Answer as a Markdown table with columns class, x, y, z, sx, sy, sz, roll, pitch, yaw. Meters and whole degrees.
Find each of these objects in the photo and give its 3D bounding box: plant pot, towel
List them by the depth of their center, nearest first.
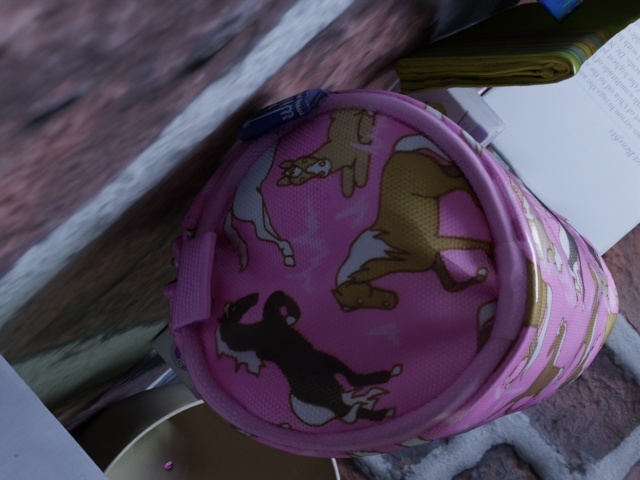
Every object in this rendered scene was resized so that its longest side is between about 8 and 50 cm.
| class | x | y | z | sx | sy | sz | roll | pitch | yaw |
| --- | --- | --- | --- | --- | --- | --- | --- | --- | --- |
| towel | 0.139 | -0.127 | 0.640 | 0.102 | 0.021 | 0.237 | 4 | -159 | 28 |
| plant pot | -0.150 | 0.257 | 0.995 | 0.284 | 0.284 | 0.191 | -40 | -149 | -23 |

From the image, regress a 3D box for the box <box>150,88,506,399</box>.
| class | x | y | z | sx | sy | sz | roll | pitch | yaw |
| --- | --- | --- | --- | --- | --- | --- | --- | --- | --- |
| box | 0.000 | 0.000 | 0.776 | 0.324 | 0.067 | 0.063 | -43 | 174 | 24 |

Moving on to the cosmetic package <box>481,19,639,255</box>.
| class | x | y | z | sx | sy | sz | roll | pitch | yaw |
| --- | --- | --- | --- | --- | --- | --- | --- | --- | --- |
| cosmetic package | 0.412 | -0.214 | 1.183 | 0.453 | 0.230 | 0.161 | -42 | 176 | 11 |

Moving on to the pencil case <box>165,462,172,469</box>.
| class | x | y | z | sx | sy | sz | roll | pitch | yaw |
| --- | --- | --- | --- | --- | --- | --- | --- | --- | --- |
| pencil case | -0.219 | 0.258 | 1.275 | 0.098 | 0.095 | 0.209 | -24 | 168 | -16 |

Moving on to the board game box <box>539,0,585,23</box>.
| class | x | y | z | sx | sy | sz | roll | pitch | yaw |
| --- | --- | --- | --- | --- | --- | --- | --- | --- | --- |
| board game box | 0.157 | -0.179 | 0.489 | 0.160 | 0.047 | 0.210 | -43 | 177 | 18 |

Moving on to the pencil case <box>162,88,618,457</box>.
| class | x | y | z | sx | sy | sz | roll | pitch | yaw |
| --- | --- | --- | --- | --- | --- | --- | --- | --- | --- |
| pencil case | 0.067 | 0.029 | 0.577 | 0.160 | 0.167 | 0.386 | -45 | 161 | 12 |

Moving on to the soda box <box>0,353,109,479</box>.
| class | x | y | z | sx | sy | sz | roll | pitch | yaw |
| --- | --- | --- | --- | --- | --- | --- | --- | --- | --- |
| soda box | -0.193 | 0.139 | 0.274 | 0.286 | 0.098 | 0.091 | -38 | 175 | -42 |
